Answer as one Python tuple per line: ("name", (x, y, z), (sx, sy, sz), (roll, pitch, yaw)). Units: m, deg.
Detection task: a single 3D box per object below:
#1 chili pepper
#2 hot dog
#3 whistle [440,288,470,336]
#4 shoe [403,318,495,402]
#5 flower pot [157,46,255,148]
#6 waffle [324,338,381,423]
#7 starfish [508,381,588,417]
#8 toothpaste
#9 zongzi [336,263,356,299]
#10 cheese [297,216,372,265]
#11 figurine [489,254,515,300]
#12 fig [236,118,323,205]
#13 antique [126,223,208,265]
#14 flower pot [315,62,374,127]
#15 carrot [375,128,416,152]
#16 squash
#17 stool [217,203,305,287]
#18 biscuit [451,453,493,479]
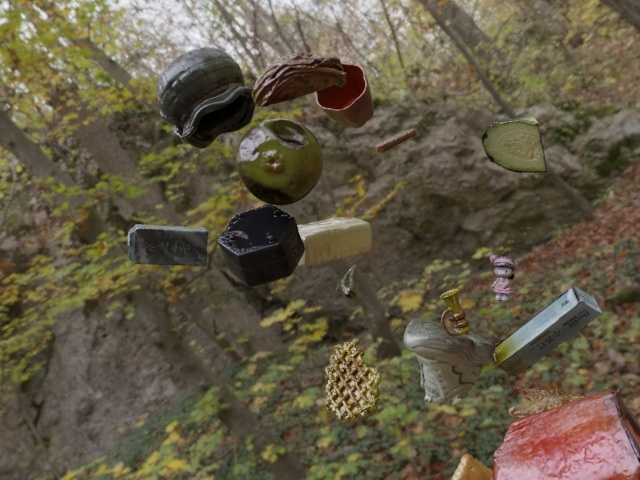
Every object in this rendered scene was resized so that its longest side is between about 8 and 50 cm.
("chili pepper", (0.451, 0.409, 1.135), (0.305, 0.229, 0.251), (-22, 40, 29))
("hot dog", (-0.066, -0.440, 1.656), (0.258, 0.114, 0.175), (-17, 25, -14))
("whistle", (0.310, 0.172, 1.431), (0.057, 0.109, 0.046), (-21, 3, -39))
("shoe", (0.322, 0.334, 1.641), (0.342, 0.132, 0.211), (20, -87, -43))
("flower pot", (-0.348, -0.430, 1.894), (0.301, 0.213, 0.302), (-33, -9, -6))
("waffle", (0.106, 0.468, 2.071), (0.051, 0.291, 0.291), (19, -55, -40))
("starfish", (0.569, 0.391, 1.510), (0.240, 0.043, 0.227), (-3, 11, 1))
("toothpaste", (0.607, 0.249, 1.690), (0.313, 0.089, 0.071), (-49, 23, 31))
("zongzi", (0.079, 0.100, 1.506), (0.083, 0.040, 0.076), (-54, 21, -4))
("cheese", (0.000, 0.000, 2.069), (0.265, 0.124, 0.242), (-11, 7, -32))
("figurine", (0.505, 0.105, 1.728), (0.072, 0.129, 0.054), (3, 1, 42))
("fig", (-0.104, -0.218, 1.712), (0.239, 0.239, 0.271), (-44, 1, 16))
("antique", (-0.367, 0.011, 1.485), (0.182, 0.088, 0.086), (2, 6, -18))
("flower pot", (0.097, -0.480, 2.114), (0.190, 0.191, 0.173), (-42, -30, 5))
("carrot", (0.292, -0.386, 2.402), (0.170, 0.042, 0.042), (-25, -14, -3))
("squash", (0.571, -0.296, 1.810), (0.085, 0.184, 0.192), (-52, -45, -31))
("stool", (-0.167, 0.012, 1.765), (0.232, 0.232, 0.141), (-36, -47, -21))
("biscuit", (0.417, 0.651, 1.514), (0.160, 0.249, 0.030), (-55, 8, -23))
